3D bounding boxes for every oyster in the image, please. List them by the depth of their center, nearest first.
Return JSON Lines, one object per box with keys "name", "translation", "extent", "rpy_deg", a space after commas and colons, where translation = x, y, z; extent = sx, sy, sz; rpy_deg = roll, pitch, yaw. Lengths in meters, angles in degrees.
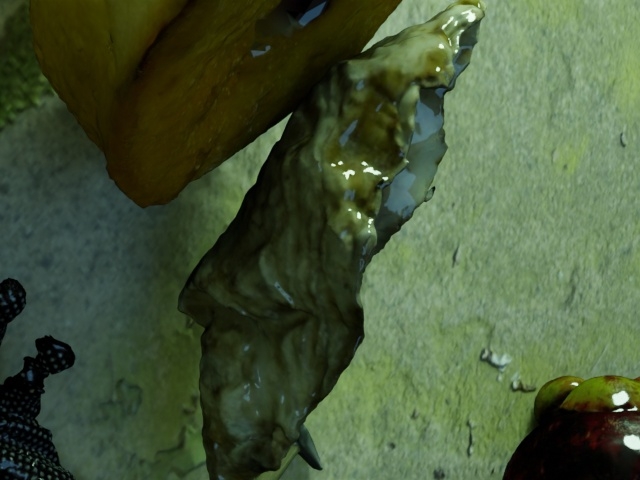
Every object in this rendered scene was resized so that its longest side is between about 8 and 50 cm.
{"name": "oyster", "translation": [-0.003, -0.003, 0.891], "extent": [0.341, 0.110, 0.166], "rpy_deg": [-60, -179, 18]}

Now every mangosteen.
{"name": "mangosteen", "translation": [0.249, 0.210, 1.207], "extent": [0.210, 0.210, 0.209], "rpy_deg": [-15, 111, -43]}

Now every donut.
{"name": "donut", "translation": [-0.039, -0.161, 0.787], "extent": [0.303, 0.110, 0.303], "rpy_deg": [-47, 167, -14]}

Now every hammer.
{"name": "hammer", "translation": [-0.067, 0.209, 1.002], "extent": [0.199, 0.013, 0.062], "rpy_deg": [-49, 131, -25]}

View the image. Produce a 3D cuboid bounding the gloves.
{"name": "gloves", "translation": [-0.205, 0.089, 0.779], "extent": [0.129, 0.106, 0.180], "rpy_deg": [-24, 89, -42]}
